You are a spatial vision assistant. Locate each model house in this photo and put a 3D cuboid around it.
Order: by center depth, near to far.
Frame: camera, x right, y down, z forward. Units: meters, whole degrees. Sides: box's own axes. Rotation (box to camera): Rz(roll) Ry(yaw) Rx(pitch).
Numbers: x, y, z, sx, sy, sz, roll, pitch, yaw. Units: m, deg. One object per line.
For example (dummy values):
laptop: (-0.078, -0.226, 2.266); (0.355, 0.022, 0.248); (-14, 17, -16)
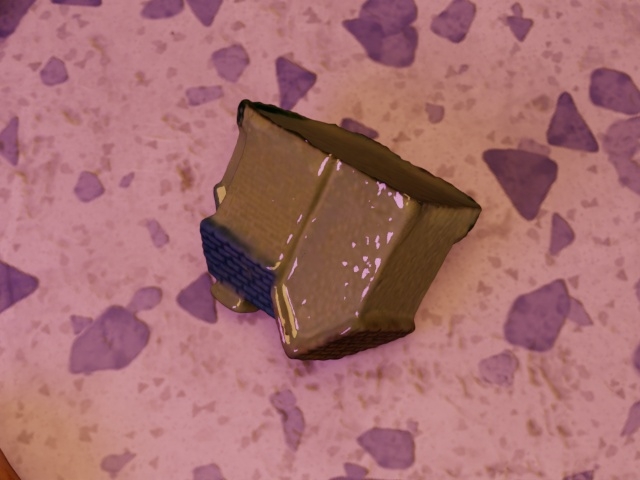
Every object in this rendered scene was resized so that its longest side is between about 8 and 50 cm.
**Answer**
model house: (0.000, 0.000, 1.602); (0.214, 0.195, 0.189); (30, 100, 22)

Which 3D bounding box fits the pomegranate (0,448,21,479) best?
pomegranate: (-0.348, 0.239, 1.497); (0.207, 0.207, 0.207); (0, 74, -1)
